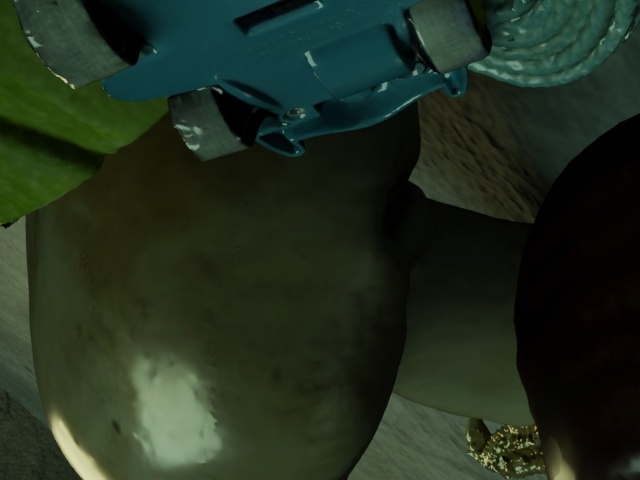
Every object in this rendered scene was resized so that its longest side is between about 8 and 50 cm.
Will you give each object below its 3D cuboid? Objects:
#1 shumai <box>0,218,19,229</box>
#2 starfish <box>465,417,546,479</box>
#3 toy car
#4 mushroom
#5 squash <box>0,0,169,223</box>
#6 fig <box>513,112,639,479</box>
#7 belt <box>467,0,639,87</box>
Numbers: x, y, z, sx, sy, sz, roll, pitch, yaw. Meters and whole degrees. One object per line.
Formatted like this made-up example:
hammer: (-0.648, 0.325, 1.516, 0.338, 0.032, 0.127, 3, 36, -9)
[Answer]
shumai: (-0.349, -0.085, 1.191, 0.288, 0.292, 0.330, -5, 161, 6)
starfish: (0.201, 0.133, 0.909, 0.302, 0.060, 0.299, 39, 156, 9)
toy car: (-0.013, -0.096, 0.445, 0.126, 0.098, 0.161, -19, 159, 17)
mushroom: (0.000, 0.000, 0.723, 0.290, 0.292, 0.292, 4, 171, -20)
squash: (-0.157, -0.193, 0.484, 0.210, 0.233, 0.309, -22, 134, 27)
fig: (0.230, 0.026, 0.483, 0.321, 0.217, 0.217, -22, 125, 35)
belt: (0.053, -0.135, 0.479, 0.148, 0.082, 0.163, 16, 147, 23)
